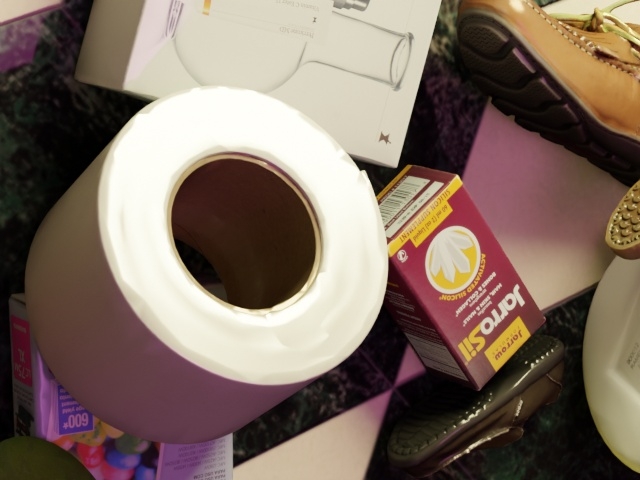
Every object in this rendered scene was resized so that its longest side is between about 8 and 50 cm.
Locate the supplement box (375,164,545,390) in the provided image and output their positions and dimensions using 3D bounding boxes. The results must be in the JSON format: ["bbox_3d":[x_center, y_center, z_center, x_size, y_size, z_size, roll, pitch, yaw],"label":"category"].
[{"bbox_3d":[0.115,0.035,1.570,0.104,0.081,0.188,-45,120,-18],"label":"supplement box"}]

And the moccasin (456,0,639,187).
[{"bbox_3d":[0.274,-0.156,1.601,0.380,0.139,0.147,25,84,-34],"label":"moccasin"}]

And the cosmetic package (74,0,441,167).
[{"bbox_3d":[-0.020,-0.276,1.415,0.284,0.097,0.377,13,92,-37],"label":"cosmetic package"}]

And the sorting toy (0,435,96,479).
[{"bbox_3d":[-0.266,0.225,1.323,0.365,0.127,0.126,38,118,-20],"label":"sorting toy"}]

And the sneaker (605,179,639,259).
[{"bbox_3d":[0.353,-0.044,1.592,0.192,0.064,0.086,-53,128,-11],"label":"sneaker"}]

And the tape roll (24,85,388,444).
[{"bbox_3d":[-0.092,0.022,1.323,0.246,0.169,0.246,13,63,-25],"label":"tape roll"}]

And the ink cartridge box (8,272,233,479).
[{"bbox_3d":[-0.165,0.192,1.434,0.186,0.065,0.311,-7,105,-32],"label":"ink cartridge box"}]

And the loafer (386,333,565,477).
[{"bbox_3d":[0.162,0.174,1.628,0.220,0.080,0.078,-30,114,-25],"label":"loafer"}]

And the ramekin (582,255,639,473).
[{"bbox_3d":[0.379,0.112,1.649,0.135,0.277,0.277,6,96,-27],"label":"ramekin"}]
